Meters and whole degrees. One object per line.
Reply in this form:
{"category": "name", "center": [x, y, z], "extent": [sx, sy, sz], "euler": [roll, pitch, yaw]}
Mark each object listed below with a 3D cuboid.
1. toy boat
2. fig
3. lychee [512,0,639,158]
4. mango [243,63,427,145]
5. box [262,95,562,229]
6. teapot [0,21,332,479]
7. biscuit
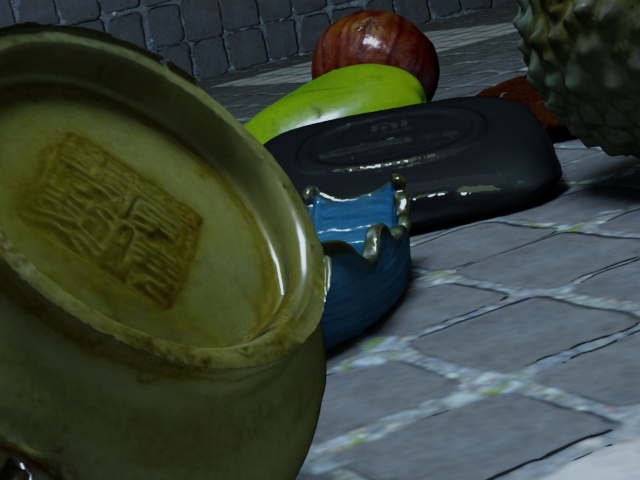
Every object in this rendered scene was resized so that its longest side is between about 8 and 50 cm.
{"category": "toy boat", "center": [0.000, 0.000, 0.646], "extent": [0.075, 0.077, 0.185], "euler": [-8, 12, 17]}
{"category": "fig", "center": [0.054, -0.153, 1.270], "extent": [0.128, 0.128, 0.150], "euler": [-13, 40, -2]}
{"category": "lychee", "center": [0.244, -0.147, 0.746], "extent": [0.274, 0.255, 0.255], "euler": [-40, -4, 30]}
{"category": "mango", "center": [0.012, -0.080, 1.035], "extent": [0.163, 0.089, 0.117], "euler": [-31, 27, -25]}
{"category": "box", "center": [0.050, -0.049, 0.884], "extent": [0.212, 0.042, 0.201], "euler": [-10, 20, 2]}
{"category": "teapot", "center": [-0.099, 0.048, 0.385], "extent": [0.182, 0.173, 0.269], "euler": [-46, 20, 32]}
{"category": "biscuit", "center": [0.214, -0.119, 1.085], "extent": [0.192, 0.049, 0.192], "euler": [-18, 12, 4]}
